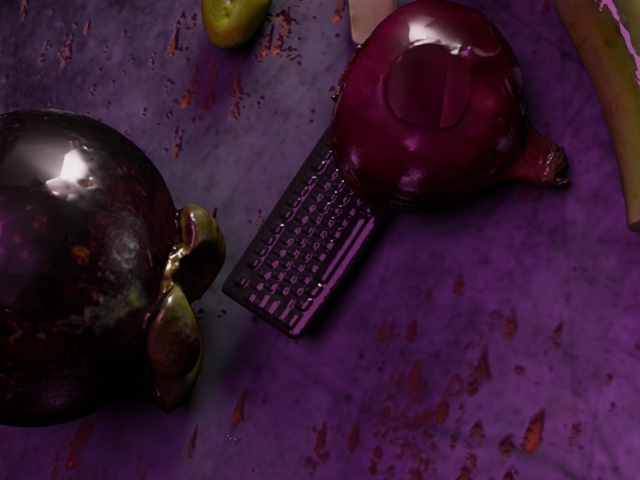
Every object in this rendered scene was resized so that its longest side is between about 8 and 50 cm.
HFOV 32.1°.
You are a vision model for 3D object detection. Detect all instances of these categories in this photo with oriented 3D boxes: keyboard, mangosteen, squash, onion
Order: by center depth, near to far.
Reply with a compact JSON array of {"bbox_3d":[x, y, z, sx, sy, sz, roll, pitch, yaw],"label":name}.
[{"bbox_3d":[0.239,-0.131,0.856,0.083,0.083,0.250,-20,72,21],"label":"squash"},{"bbox_3d":[0.106,-0.099,0.870,0.198,0.135,0.173,21,85,14],"label":"onion"},{"bbox_3d":[-0.224,0.026,0.950,0.288,0.288,0.287,-7,73,25],"label":"mangosteen"},{"bbox_3d":[-0.006,-0.003,0.964,0.103,0.041,0.381,31,91,30],"label":"keyboard"}]

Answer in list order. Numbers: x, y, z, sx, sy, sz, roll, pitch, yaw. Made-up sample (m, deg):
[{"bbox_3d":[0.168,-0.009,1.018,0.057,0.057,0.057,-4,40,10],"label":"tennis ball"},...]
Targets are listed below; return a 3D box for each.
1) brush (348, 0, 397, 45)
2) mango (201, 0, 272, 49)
[{"bbox_3d":[0.049,-0.328,1.031,0.086,0.020,0.336,-7,71,28],"label":"brush"},{"bbox_3d":[-0.078,-0.232,1.054,0.073,0.056,0.108,13,86,35],"label":"mango"}]
